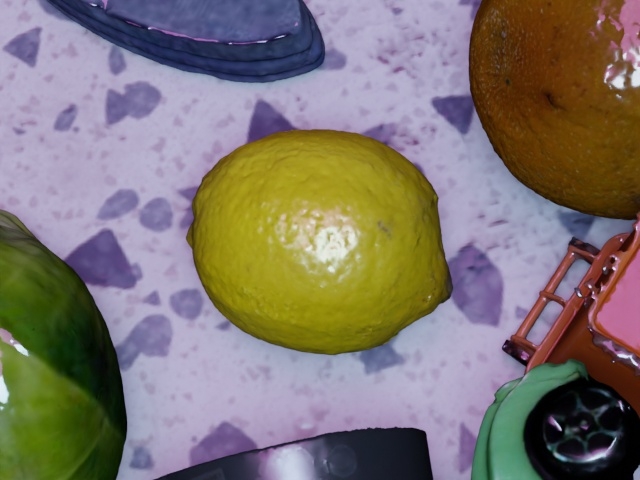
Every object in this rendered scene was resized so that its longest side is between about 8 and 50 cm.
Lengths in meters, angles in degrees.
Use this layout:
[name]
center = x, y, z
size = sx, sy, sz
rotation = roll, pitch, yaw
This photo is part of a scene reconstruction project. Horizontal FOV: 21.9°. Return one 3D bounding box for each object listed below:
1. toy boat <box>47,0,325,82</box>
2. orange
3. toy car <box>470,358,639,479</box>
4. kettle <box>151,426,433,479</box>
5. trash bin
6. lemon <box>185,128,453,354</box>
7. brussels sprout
[toy boat]
center = -0.124, -0.215, 1.372
size = 0.283, 0.078, 0.127
rotation = 26, 74, 12
[orange]
center = 0.244, -0.144, 1.238
size = 0.264, 0.264, 0.264
rotation = -1, 74, 4
[toy car]
center = 0.147, 0.262, 1.044
size = 0.176, 0.213, 0.359
rotation = -11, 57, 13
[kettle]
center = -0.012, 0.298, 1.130
size = 0.203, 0.262, 0.308
rotation = -22, 73, 34
[trash bin]
center = 0.238, 0.061, 1.183
size = 0.184, 0.239, 0.161
rotation = 32, 79, 13
[lemon]
center = -0.002, 0.000, 1.253
size = 0.193, 0.180, 0.181
rotation = 9, 72, 39
[brussels sprout]
center = -0.254, 0.098, 1.224
size = 0.210, 0.219, 0.271
rotation = -25, 53, 6
